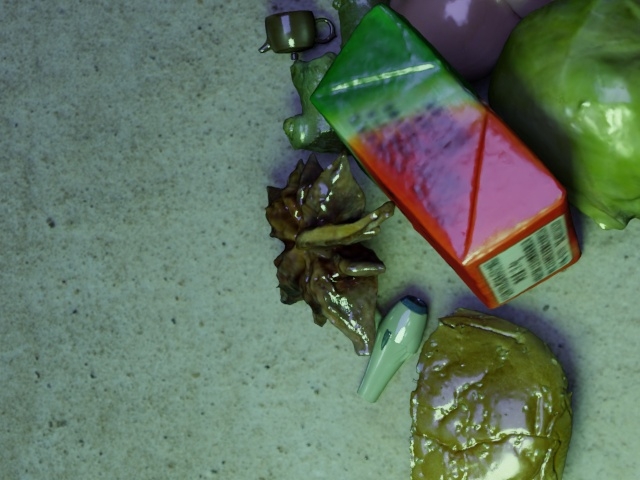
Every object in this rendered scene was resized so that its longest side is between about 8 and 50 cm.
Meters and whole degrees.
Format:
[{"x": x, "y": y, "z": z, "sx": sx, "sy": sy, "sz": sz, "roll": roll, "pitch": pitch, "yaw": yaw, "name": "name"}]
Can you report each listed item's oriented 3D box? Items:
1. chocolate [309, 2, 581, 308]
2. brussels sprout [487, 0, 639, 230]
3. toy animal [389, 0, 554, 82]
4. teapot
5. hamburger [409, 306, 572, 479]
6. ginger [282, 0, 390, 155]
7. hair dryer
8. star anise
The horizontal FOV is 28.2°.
[{"x": 0.165, "y": -0.091, "z": 1.648, "sx": 0.161, "sy": 0.360, "sz": 0.341, "roll": -42, "pitch": 71, "yaw": 2, "name": "chocolate"}, {"x": 0.370, "y": -0.172, "z": 1.618, "sx": 0.328, "sy": 0.328, "sz": 0.247, "roll": 30, "pitch": 79, "yaw": 22, "name": "brussels sprout"}, {"x": 0.250, "y": -0.350, "z": 1.736, "sx": 0.269, "sy": 0.237, "sz": 0.326, "roll": 40, "pitch": 102, "yaw": 39, "name": "toy animal"}, {"x": -0.036, "y": -0.306, "z": 1.918, "sx": 0.121, "sy": 0.076, "sz": 0.068, "roll": -8, "pitch": 92, "yaw": -9, "name": "teapot"}, {"x": 0.236, "y": 0.253, "z": 1.721, "sx": 0.211, "sy": 0.132, "sz": 0.309, "roll": 8, "pitch": 86, "yaw": 25, "name": "hamburger"}, {"x": 0.035, "y": -0.258, "z": 1.871, "sx": 0.137, "sy": 0.089, "sz": 0.290, "roll": 31, "pitch": 97, "yaw": 21, "name": "ginger"}, {"x": 0.054, "y": 0.138, "z": 1.853, "sx": 0.199, "sy": 0.067, "sz": 0.167, "roll": 20, "pitch": 98, "yaw": 33, "name": "hair dryer"}, {"x": 0.002, "y": 0.001, "z": 1.768, "sx": 0.349, "sy": 0.109, "sz": 0.292, "roll": 32, "pitch": 138, "yaw": 53, "name": "star anise"}]
